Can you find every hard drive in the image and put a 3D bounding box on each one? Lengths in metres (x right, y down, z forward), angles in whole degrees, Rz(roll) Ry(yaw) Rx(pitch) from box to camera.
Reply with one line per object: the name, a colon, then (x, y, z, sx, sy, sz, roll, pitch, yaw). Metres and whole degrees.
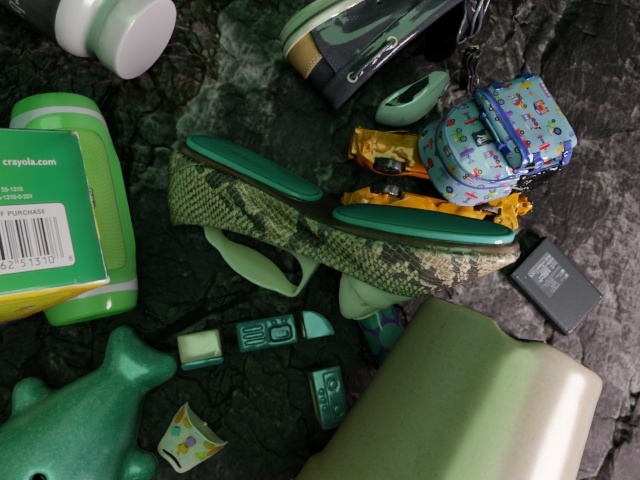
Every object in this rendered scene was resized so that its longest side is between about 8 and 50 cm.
hard drive: (0.380, 0.073, 0.853, 0.094, 0.022, 0.135, -43, 89, -11)

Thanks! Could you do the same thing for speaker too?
speaker: (-0.334, -0.040, 0.717, 0.131, 0.131, 0.296, -12, 84, -10)

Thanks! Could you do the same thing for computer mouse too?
computer mouse: (0.177, -0.229, 0.837, 0.193, 0.106, 0.042, -31, 71, -3)

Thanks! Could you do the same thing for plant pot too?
plant pot: (0.162, 0.249, 0.626, 0.334, 0.334, 0.305, 28, 84, -3)

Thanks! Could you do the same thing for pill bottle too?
pill bottle: (-0.357, -0.364, 0.741, 0.279, 0.162, 0.162, 35, 79, -2)

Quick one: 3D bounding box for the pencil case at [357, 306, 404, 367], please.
pencil case: (0.096, 0.129, 0.783, 0.070, 0.065, 0.151, -21, 86, -39)

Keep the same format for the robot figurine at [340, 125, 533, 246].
robot figurine: (0.180, -0.076, 0.815, 0.291, 0.085, 0.210, 11, 81, -6)

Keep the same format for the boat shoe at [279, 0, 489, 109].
boat shoe: (0.183, -0.362, 0.812, 0.501, 0.187, 0.155, -30, 92, -6)

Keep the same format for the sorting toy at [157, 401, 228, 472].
sorting toy: (-0.188, 0.286, 0.740, 0.083, 0.045, 0.075, 44, 98, 0)

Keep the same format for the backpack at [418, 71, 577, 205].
backpack: (0.233, -0.135, 0.732, 0.174, 0.117, 0.158, -17, 75, -12)

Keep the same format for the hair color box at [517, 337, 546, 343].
hair color box: (0.285, 0.211, 0.795, 0.141, 0.072, 0.043, -41, 90, -12)

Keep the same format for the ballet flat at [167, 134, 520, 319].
ballet flat: (0.000, 0.000, 0.704, 0.484, 0.164, 0.181, 19, 109, 19)

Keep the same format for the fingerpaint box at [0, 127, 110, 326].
fingerpaint box: (-0.490, 0.027, 0.468, 0.445, 0.371, 0.163, -9, 83, -44)

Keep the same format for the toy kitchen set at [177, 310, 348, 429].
toy kitchen set: (-0.073, 0.190, 0.722, 0.207, 0.122, 0.165, -10, 84, -9)

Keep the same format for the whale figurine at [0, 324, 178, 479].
whale figurine: (-0.303, 0.244, 0.672, 0.216, 0.141, 0.272, 37, 78, -1)
